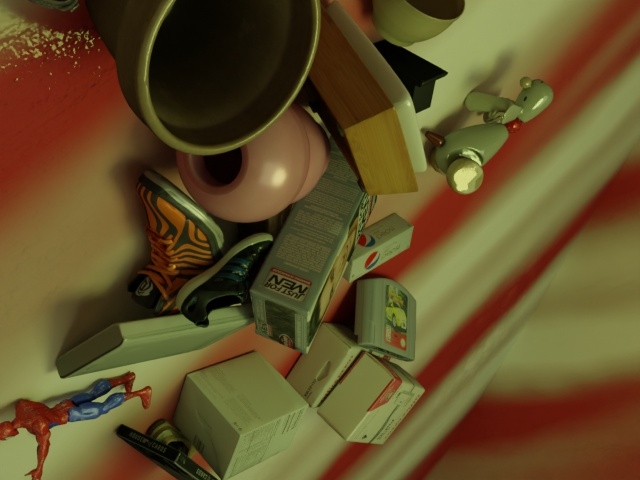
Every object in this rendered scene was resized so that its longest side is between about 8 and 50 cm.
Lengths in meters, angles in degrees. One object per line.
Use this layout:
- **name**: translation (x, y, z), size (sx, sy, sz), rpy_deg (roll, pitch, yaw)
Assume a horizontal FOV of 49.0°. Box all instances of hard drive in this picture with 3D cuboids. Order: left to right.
- **hard drive**: translation (-0.283, 0.176, 1.260), size (0.203, 0.040, 0.307), rpy_deg (-29, 165, 36)

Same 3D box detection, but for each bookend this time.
- **bookend**: translation (0.147, -0.275, 1.338), size (0.072, 0.157, 0.156), rpy_deg (-29, 141, -32)

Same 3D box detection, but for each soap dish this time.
- **soap dish**: translation (0.055, -0.231, 1.163), size (0.118, 0.291, 0.229), rpy_deg (-28, 148, 0)

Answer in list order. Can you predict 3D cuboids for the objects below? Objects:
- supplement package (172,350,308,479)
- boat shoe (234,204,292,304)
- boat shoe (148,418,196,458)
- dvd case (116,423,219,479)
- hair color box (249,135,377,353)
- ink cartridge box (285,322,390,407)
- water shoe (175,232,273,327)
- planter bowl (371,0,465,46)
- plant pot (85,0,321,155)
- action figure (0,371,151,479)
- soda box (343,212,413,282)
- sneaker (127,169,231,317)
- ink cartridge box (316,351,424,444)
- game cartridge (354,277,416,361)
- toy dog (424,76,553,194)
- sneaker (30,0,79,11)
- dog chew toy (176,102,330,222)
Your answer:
- **supplement package**: translation (-0.178, 0.382, 1.555), size (0.203, 0.194, 0.149), rpy_deg (-12, 133, -46)
- **boat shoe**: translation (-0.108, 0.013, 1.353), size (0.098, 0.109, 0.302), rpy_deg (-32, 145, -41)
- **boat shoe**: translation (-0.320, 0.466, 1.573), size (0.068, 0.072, 0.190), rpy_deg (-45, 148, -9)
- **dvd case**: translation (-0.296, 0.470, 1.464), size (0.030, 0.179, 0.239), rpy_deg (-60, 141, -25)
- **hair color box**: translation (0.000, 0.000, 1.311), size (0.185, 0.113, 0.375), rpy_deg (92, 21, -59)
- **ink cartridge box**: translation (0.058, 0.335, 1.893), size (0.197, 0.114, 0.272), rpy_deg (-57, 150, 10)
- **water shoe**: translation (-0.146, 0.070, 1.185), size (0.203, 0.080, 0.073), rpy_deg (-38, 158, -19)
- **planter bowl**: translation (0.156, -0.412, 1.232), size (0.162, 0.162, 0.109), rpy_deg (-25, 167, -36)
- **plant pot**: translation (-0.168, -0.269, 0.861), size (0.263, 0.229, 0.263), rpy_deg (-33, 144, -28)
- **action figure**: translation (-0.445, 0.333, 1.250), size (0.280, 0.091, 0.139), rpy_deg (-2, 114, -52)
- **soda box**: translation (0.126, 0.015, 1.696), size (0.216, 0.069, 0.074), rpy_deg (-28, 142, -35)
- **sneaker**: translation (-0.252, 0.029, 1.162), size (0.180, 0.124, 0.321), rpy_deg (-45, 149, -12)
- **ink cartridge box**: translation (0.143, 0.425, 1.871), size (0.207, 0.117, 0.283), rpy_deg (-52, 150, 2)
- **game cartridge**: translation (0.181, 0.206, 1.878), size (0.294, 0.060, 0.196), rpy_deg (29, 56, -54)
- **toy dog**: translation (0.369, -0.271, 1.638), size (0.161, 0.220, 0.334), rpy_deg (44, 76, -27)
- **sneaker**: translation (-0.333, -0.336, 0.685), size (0.105, 0.115, 0.281), rpy_deg (-51, 149, -1)
- **dog chew toy**: translation (-0.084, -0.142, 1.140), size (0.207, 0.206, 0.332), rpy_deg (-63, 163, 19)
